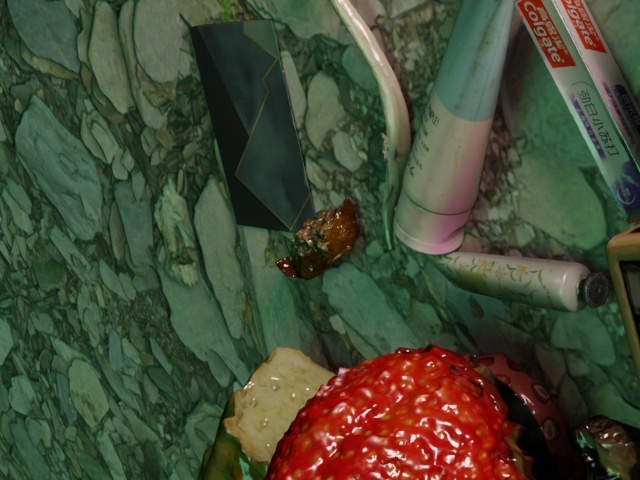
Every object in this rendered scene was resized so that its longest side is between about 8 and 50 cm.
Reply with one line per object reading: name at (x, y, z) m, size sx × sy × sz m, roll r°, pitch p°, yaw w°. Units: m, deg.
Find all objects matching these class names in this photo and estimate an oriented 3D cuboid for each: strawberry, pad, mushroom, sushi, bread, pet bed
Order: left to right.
pad at (-0.075, -0.124, 1.352) m, size 0.164 × 0.004 × 0.243 m, roll 7°, pitch 115°, yaw 51°
bread at (-0.040, 0.268, 1.366) m, size 0.196 × 0.238 × 0.252 m, roll 19°, pitch 129°, yaw 0°
sushi at (0.000, 0.000, 1.284) m, size 0.055 × 0.052 × 0.120 m, roll 48°, pitch 145°, yaw -3°
mushroom at (0.048, -0.136, 1.156) m, size 0.068 × 0.043 × 0.306 m, roll 11°, pitch 121°, yaw 70°
strawberry at (0.052, 0.237, 1.057) m, size 0.250 × 0.288 × 0.238 m, roll 32°, pitch 135°, yaw 45°
pet bed at (0.168, 0.201, 1.176) m, size 0.201 × 0.053 × 0.201 m, roll 32°, pitch 133°, yaw 41°

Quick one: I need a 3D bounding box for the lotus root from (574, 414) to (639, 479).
lotus root at (0.253, 0.278, 0.995) m, size 0.183 × 0.183 × 0.309 m, roll 19°, pitch 122°, yaw 47°

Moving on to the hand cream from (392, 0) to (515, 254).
hand cream at (0.126, -0.127, 1.028) m, size 0.111 × 0.070 × 0.312 m, roll -86°, pitch 7°, yaw -48°

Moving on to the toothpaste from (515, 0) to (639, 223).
toothpaste at (0.214, -0.109, 0.945) m, size 0.047 × 0.040 × 0.196 m, roll -31°, pitch 83°, yaw 53°

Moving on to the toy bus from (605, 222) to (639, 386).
toy bus at (0.312, 0.112, 0.859) m, size 0.157 × 0.139 × 0.289 m, roll -7°, pitch 103°, yaw 58°

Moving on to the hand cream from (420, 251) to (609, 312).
hand cream at (0.170, 0.036, 1.082) m, size 0.067 × 0.042 × 0.194 m, roll 37°, pitch 161°, yaw -34°
